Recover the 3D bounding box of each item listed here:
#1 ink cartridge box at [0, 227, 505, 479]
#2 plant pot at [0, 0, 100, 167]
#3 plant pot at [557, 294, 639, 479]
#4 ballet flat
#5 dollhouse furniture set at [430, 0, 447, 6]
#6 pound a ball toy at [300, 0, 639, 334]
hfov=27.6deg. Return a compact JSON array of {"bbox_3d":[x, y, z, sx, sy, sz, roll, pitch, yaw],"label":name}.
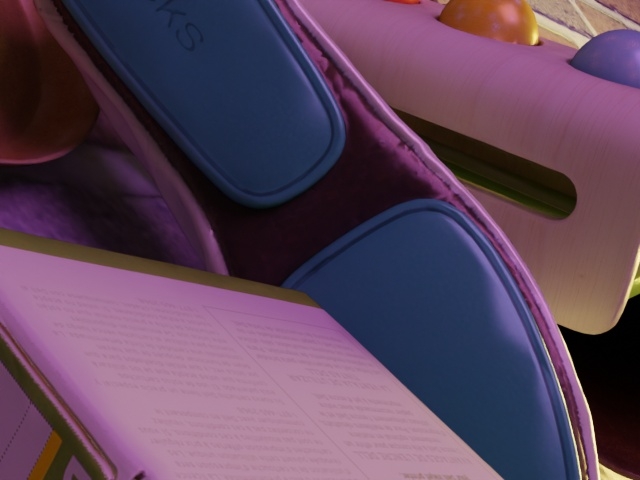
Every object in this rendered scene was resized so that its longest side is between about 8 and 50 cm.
[{"bbox_3d":[-0.011,0.110,0.400,0.188,0.097,0.255,14,22,-49],"label":"ink cartridge box"},{"bbox_3d":[-0.194,-0.127,0.585,0.236,0.032,0.236,42,27,-28],"label":"plant pot"},{"bbox_3d":[0.230,0.019,0.906,0.215,0.215,0.230,39,12,-18],"label":"plant pot"},{"bbox_3d":[0.000,0.000,0.613,0.400,0.139,0.139,57,27,6],"label":"ballet flat"},{"bbox_3d":[0.074,-0.241,1.020,0.161,0.101,0.182,71,-2,-55],"label":"dollhouse furniture set"},{"bbox_3d":[0.084,-0.083,0.737,0.319,0.136,0.208,26,23,32],"label":"pound a ball toy"}]
